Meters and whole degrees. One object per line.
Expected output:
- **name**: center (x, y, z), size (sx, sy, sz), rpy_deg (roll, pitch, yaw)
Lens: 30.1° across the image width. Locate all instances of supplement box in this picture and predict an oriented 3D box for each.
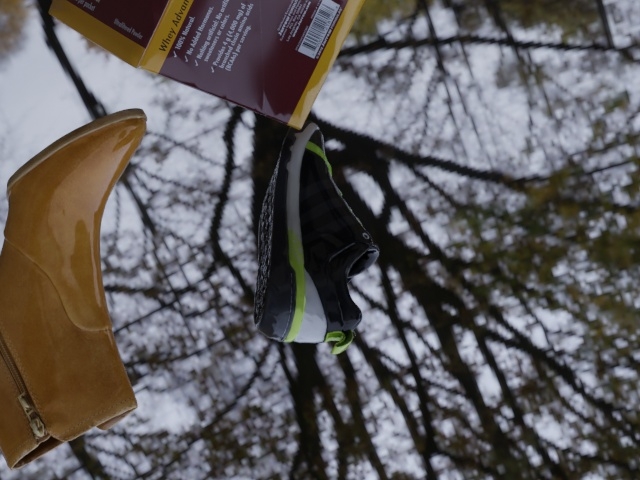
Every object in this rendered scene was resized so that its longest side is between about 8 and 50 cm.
- **supplement box**: center (-0.075, -0.219, 0.963), size (0.129, 0.194, 0.191), rpy_deg (34, -78, 38)

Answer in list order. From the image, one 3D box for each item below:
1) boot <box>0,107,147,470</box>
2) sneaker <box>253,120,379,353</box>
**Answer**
- **boot**: center (-0.205, 0.049, 1.015), size (0.295, 0.211, 0.104), rpy_deg (-39, 167, 23)
- **sneaker**: center (0.000, 0.000, 1.013), size (0.097, 0.084, 0.235), rpy_deg (12, -129, -10)
